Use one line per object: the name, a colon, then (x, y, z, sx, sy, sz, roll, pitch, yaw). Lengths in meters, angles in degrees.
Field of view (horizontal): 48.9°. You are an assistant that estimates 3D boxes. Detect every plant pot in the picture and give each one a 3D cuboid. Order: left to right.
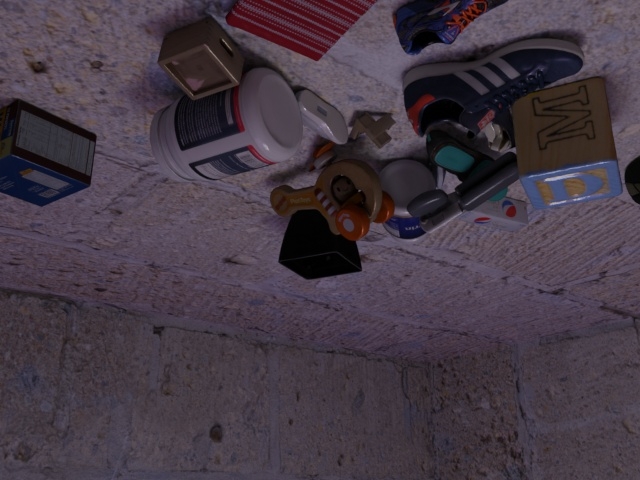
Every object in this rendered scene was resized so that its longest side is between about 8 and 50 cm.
plant pot: (0.000, 0.000, 2.064, 0.188, 0.166, 0.188, -11, 157, 24)

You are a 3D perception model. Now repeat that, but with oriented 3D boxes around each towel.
towel: (-0.018, -0.414, 1.189, 0.199, 0.031, 0.275, 15, 152, -29)

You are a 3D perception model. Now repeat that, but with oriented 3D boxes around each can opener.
can opener: (0.336, -0.111, 1.634, 0.280, 0.074, 0.093, -31, 137, 21)

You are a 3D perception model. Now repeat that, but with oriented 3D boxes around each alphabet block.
alphabet block: (0.528, -0.201, 1.511, 0.194, 0.197, 0.192, -9, 158, 22)

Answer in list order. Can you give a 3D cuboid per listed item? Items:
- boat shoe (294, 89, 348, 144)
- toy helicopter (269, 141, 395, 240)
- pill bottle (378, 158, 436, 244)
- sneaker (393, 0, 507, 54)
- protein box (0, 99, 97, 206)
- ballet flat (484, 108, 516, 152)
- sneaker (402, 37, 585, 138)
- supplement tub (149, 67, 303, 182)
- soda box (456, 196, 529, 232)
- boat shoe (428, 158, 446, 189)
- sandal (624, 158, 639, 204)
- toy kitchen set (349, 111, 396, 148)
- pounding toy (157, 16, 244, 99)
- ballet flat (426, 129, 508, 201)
boat shoe: (-0.009, -0.263, 1.536, 0.063, 0.066, 0.184, -4, 162, 38)
toy helicopter: (-0.001, -0.126, 1.740, 0.355, 0.234, 0.140, -4, -160, 43)
pill bottle: (0.228, -0.091, 1.852, 0.153, 0.153, 0.264, -4, 159, 9)
sneaker: (0.227, -0.379, 1.202, 0.221, 0.087, 0.083, -18, 153, 38)
protein box: (-0.661, -0.191, 1.609, 0.200, 0.135, 0.201, -15, 154, 34)
ballet flat: (0.396, -0.241, 1.572, 0.074, 0.074, 0.203, -8, 156, 20)
sneaker: (0.335, -0.280, 1.372, 0.350, 0.148, 0.131, -10, 157, 23)
supplement tub: (-0.192, -0.227, 1.441, 0.272, 0.191, 0.191, -11, 156, 30)
soda box: (0.479, -0.084, 1.979, 0.216, 0.073, 0.069, 11, 156, -26)
boat shoe: (0.296, -0.176, 1.790, 0.040, 0.049, 0.142, 15, 160, 14)
sandal: (0.858, -0.174, 1.706, 0.086, 0.120, 0.303, -7, 162, -22)
toy kitchen set: (0.124, -0.244, 1.583, 0.068, 0.083, 0.075, -38, 170, -22)
pounding toy: (-0.219, -0.336, 1.325, 0.130, 0.100, 0.141, -12, 145, 26)
ballet flat: (0.350, -0.189, 1.684, 0.095, 0.096, 0.280, -44, 132, 20)
